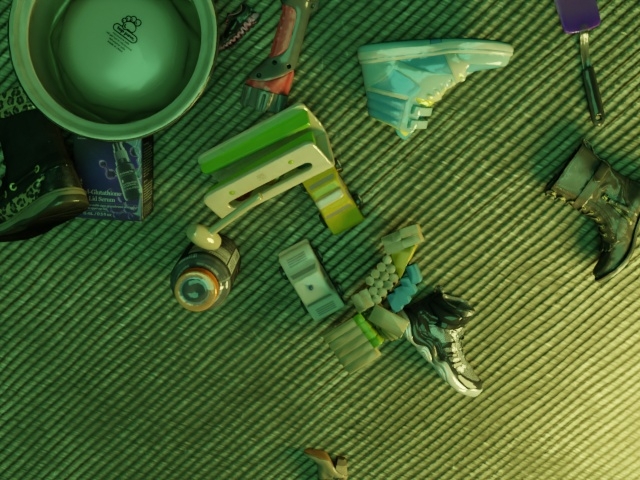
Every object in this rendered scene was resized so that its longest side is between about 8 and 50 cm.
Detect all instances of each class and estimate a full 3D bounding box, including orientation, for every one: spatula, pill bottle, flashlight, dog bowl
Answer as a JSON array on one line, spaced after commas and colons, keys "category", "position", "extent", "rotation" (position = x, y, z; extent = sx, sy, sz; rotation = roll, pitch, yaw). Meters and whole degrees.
[{"category": "spatula", "position": [0.562, -0.386, 1.818], "extent": [0.084, 0.030, 0.296], "rotation": [-15, 103, 3]}, {"category": "pill bottle", "position": [-0.249, 0.073, 1.855], "extent": [0.130, 0.245, 0.130], "rotation": [1, 105, 2]}, {"category": "flashlight", "position": [-0.086, -0.418, 1.800], "extent": [0.103, 0.103, 0.304], "rotation": [22, 105, 29]}, {"category": "dog bowl", "position": [-0.397, -0.394, 1.719], "extent": [0.408, 0.150, 0.408], "rotation": [0, 92, 1]}]

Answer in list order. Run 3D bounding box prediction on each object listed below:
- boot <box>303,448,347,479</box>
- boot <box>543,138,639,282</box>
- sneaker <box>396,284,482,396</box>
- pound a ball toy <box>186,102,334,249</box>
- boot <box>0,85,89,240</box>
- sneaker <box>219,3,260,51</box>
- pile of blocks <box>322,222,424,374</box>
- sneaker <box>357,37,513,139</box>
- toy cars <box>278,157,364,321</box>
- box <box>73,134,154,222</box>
[{"category": "boot", "position": [0.009, 0.555, 2.079], "extent": [0.118, 0.042, 0.087], "rotation": [14, 107, -1]}, {"category": "boot", "position": [0.592, -0.064, 1.884], "extent": [0.229, 0.091, 0.263], "rotation": [27, 100, 0]}, {"category": "sneaker", "position": [0.307, 0.225, 1.949], "extent": [0.153, 0.101, 0.268], "rotation": [-42, 97, 14]}, {"category": "pound a ball toy", "position": [-0.126, -0.116, 1.815], "extent": [0.319, 0.208, 0.136], "rotation": [-27, 142, 17]}, {"category": "boot", "position": [-0.657, -0.155, 1.856], "extent": [0.377, 0.138, 0.284], "rotation": [-18, 82, 40]}, {"category": "sneaker", "position": [-0.184, -0.452, 1.823], "extent": [0.119, 0.047, 0.057], "rotation": [-43, 93, 4]}, {"category": "pile of blocks", "position": [0.147, 0.125, 1.917], "extent": [0.149, 0.112, 0.362], "rotation": [31, 102, 8]}, {"category": "sneaker", "position": [0.241, -0.317, 1.802], "extent": [0.319, 0.127, 0.208], "rotation": [-1, 103, 12]}, {"category": "toy cars", "position": [0.000, 0.000, 1.910], "extent": [0.176, 0.087, 0.393], "rotation": [11, 105, -1]}, {"category": "box", "position": [-0.448, -0.153, 1.874], "extent": [0.153, 0.108, 0.207], "rotation": [2, 105, 2]}]
